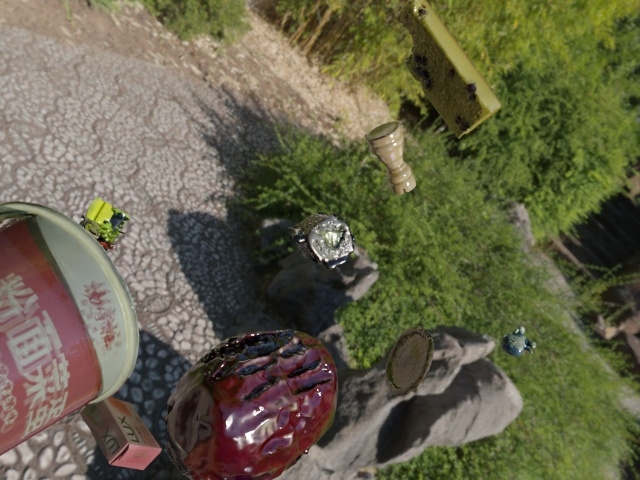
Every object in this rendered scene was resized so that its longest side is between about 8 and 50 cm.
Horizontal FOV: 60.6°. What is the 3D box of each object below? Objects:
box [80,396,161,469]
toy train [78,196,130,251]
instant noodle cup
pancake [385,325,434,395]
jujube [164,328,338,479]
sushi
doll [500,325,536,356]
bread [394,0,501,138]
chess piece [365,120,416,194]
[{"bbox_3d":[-0.402,0.384,1.101,0.156,0.060,0.111,37,-7,33],"label":"box"},{"bbox_3d":[-0.439,-0.023,1.095,0.085,0.249,0.053,32,66,-18],"label":"toy train"},{"bbox_3d":[-0.315,0.098,0.502,0.235,0.235,0.178,45,27,0],"label":"instant noodle cup"},{"bbox_3d":[0.226,0.309,1.410,0.021,0.199,0.199,26,27,-19],"label":"pancake"},{"bbox_3d":[-0.109,0.287,0.965,0.376,0.258,0.258,6,43,-57],"label":"jujube"},{"bbox_3d":[0.002,0.000,0.964,0.094,0.098,0.084,62,-12,-18],"label":"sushi"},{"bbox_3d":[0.516,0.272,1.434,0.083,0.051,0.076,-14,50,-28],"label":"doll"},{"bbox_3d":[0.194,-0.281,0.888,0.049,0.088,0.226,-35,88,-36],"label":"bread"},{"bbox_3d":[0.128,-0.143,0.972,0.066,0.066,0.122,-92,160,-60],"label":"chess piece"}]
